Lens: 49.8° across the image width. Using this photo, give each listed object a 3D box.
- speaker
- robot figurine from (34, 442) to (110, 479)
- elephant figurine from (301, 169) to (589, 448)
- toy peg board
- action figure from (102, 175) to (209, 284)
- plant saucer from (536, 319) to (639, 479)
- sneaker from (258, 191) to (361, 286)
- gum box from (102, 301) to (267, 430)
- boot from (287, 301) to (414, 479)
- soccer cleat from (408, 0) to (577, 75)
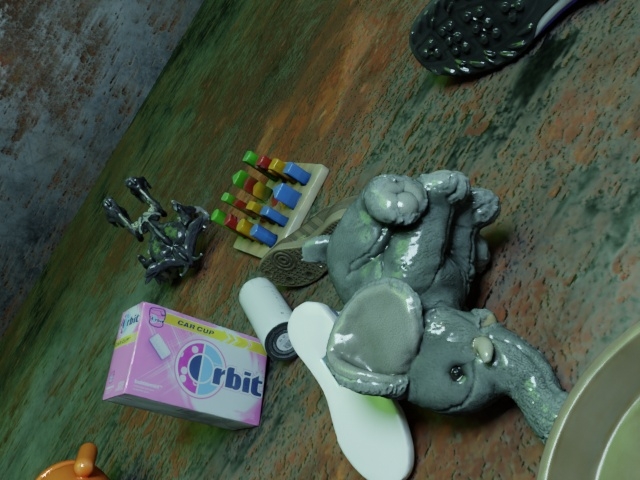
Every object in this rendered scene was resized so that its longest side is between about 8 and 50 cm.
[{"bbox_3d":[-0.063,0.097,0.878,0.055,0.055,0.136,-56,28,6],"label":"speaker"},{"bbox_3d":[-0.347,0.387,0.979,0.128,0.158,0.219,-27,15,-27],"label":"robot figurine"},{"bbox_3d":[0.086,0.074,0.574,0.186,0.169,0.239,113,156,-62],"label":"elephant figurine"},{"bbox_3d":[-0.088,-0.061,1.050,0.161,0.079,0.161,15,76,62],"label":"toy peg board"},{"bbox_3d":[-0.280,-0.010,1.260,0.164,0.141,0.276,-50,54,-1],"label":"action figure"},{"bbox_3d":[0.237,0.144,0.347,0.278,0.041,0.278,-37,36,32],"label":"plant saucer"},{"bbox_3d":[0.000,0.000,0.883,0.188,0.066,0.071,-28,22,39],"label":"sneaker"},{"bbox_3d":[-0.151,0.157,0.830,0.062,0.188,0.107,-25,50,46],"label":"gum box"},{"bbox_3d":[0.044,0.141,0.659,0.069,0.086,0.190,-39,61,19],"label":"boot"},{"bbox_3d":[0.232,-0.288,0.749,0.318,0.108,0.116,-30,19,46],"label":"soccer cleat"}]
